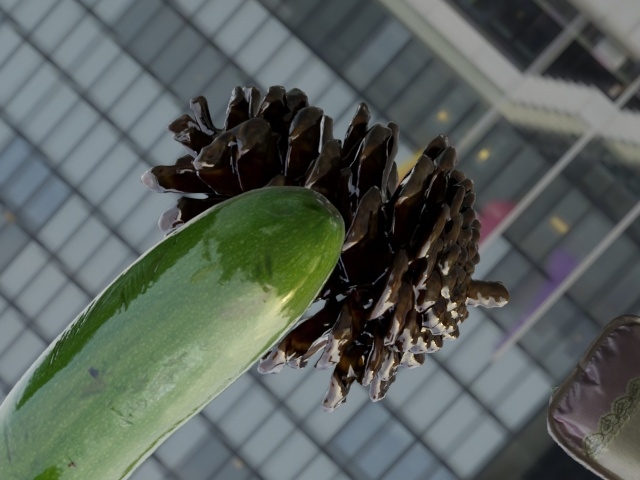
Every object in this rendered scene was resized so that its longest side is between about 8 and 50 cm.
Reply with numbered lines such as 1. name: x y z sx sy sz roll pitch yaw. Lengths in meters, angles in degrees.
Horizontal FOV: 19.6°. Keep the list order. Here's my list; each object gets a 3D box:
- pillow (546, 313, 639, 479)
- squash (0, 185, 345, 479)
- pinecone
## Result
1. pillow: 0.279 0.165 1.394 0.232 0.131 0.038 42 154 3
2. squash: -0.099 0.070 0.954 0.082 0.292 0.082 35 -151 -23
3. pinecone: 0.000 0.000 1.485 0.309 0.244 0.244 30 -173 5
